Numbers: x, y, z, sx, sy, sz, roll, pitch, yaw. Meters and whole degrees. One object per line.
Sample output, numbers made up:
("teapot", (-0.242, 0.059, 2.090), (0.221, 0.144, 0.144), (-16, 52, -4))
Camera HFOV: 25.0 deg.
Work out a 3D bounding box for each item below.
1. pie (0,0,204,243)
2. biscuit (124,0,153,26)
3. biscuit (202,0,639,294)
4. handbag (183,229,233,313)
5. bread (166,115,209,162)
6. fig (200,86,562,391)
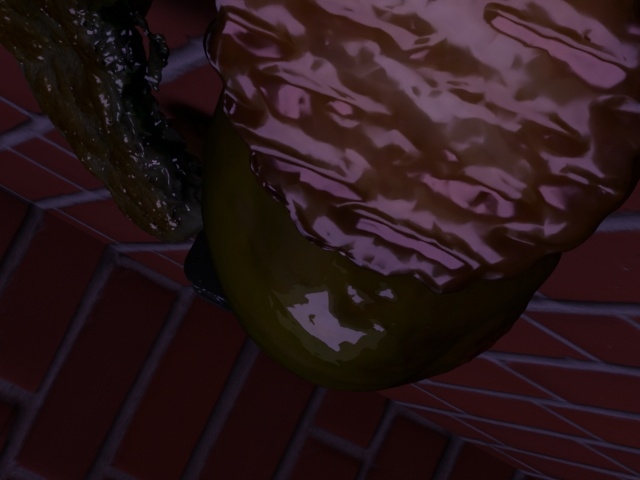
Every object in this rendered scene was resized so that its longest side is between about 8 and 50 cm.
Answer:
("pie", (-0.214, -0.153, 1.379), (0.296, 0.078, 0.371), (34, 154, 35))
("biscuit", (-0.253, -0.283, 1.393), (0.220, 0.033, 0.220), (23, 150, 14))
("biscuit", (0.080, -0.121, 1.010), (0.326, 0.107, 0.326), (10, 125, 14))
("handbag", (-0.001, 0.000, 1.696), (0.260, 0.247, 0.079), (25, 162, 13))
("bread", (-0.128, -0.072, 1.952), (0.267, 0.130, 0.152), (29, 173, -9))
("fig", (0.041, -0.037, 1.280), (0.343, 0.343, 0.343), (25, 169, 5))
